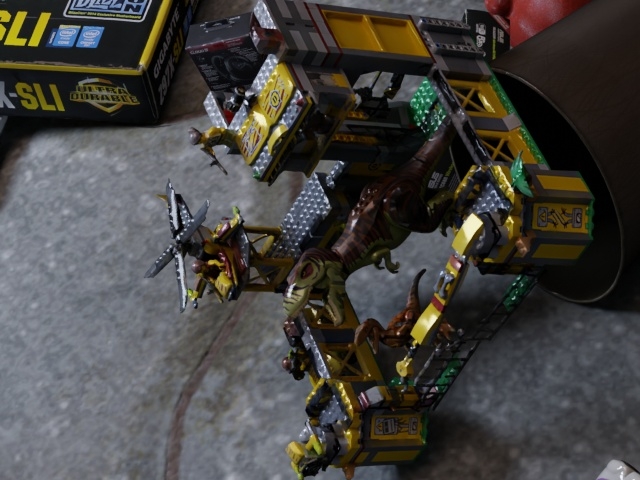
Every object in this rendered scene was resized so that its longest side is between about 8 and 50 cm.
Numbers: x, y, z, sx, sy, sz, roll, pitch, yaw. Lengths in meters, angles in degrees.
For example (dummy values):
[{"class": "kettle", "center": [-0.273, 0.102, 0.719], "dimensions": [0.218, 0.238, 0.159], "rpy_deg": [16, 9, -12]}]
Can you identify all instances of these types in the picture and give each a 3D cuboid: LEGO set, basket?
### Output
[{"class": "LEGO set", "center": [0.000, 0.000, 1.123], "dimensions": [0.331, 0.192, 0.255], "rpy_deg": [-49, 49, 44]}, {"class": "basket", "center": [0.223, -0.101, 1.236], "dimensions": [0.227, 0.204, 0.154], "rpy_deg": [-41, 43, -25]}]

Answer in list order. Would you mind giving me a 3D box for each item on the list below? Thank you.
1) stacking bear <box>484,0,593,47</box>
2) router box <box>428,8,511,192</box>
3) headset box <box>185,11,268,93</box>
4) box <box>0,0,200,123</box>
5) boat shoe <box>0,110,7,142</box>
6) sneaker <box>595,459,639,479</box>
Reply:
[{"class": "stacking bear", "center": [0.250, -0.263, 1.390], "dimensions": [0.289, 0.175, 0.164], "rpy_deg": [-47, 39, -4]}, {"class": "router box", "center": [0.112, -0.104, 1.331], "dimensions": [0.038, 0.122, 0.092], "rpy_deg": [12, 49, -8]}, {"class": "headset box", "center": [-0.076, -0.162, 1.504], "dimensions": [0.062, 0.083, 0.032], "rpy_deg": [-10, 47, 20]}, {"class": "box", "center": [-0.278, -0.234, 1.630], "dimensions": [0.322, 0.079, 0.257], "rpy_deg": [5, 53, 13]}, {"class": "boat shoe", "center": [-0.321, -0.080, 1.584], "dimensions": [0.049, 0.040, 0.142], "rpy_deg": [5, 52, 13]}, {"class": "sneaker", "center": [0.218, 0.205, 1.050], "dimensions": [0.071, 0.068, 0.170], "rpy_deg": [-51, 37, -1]}]
